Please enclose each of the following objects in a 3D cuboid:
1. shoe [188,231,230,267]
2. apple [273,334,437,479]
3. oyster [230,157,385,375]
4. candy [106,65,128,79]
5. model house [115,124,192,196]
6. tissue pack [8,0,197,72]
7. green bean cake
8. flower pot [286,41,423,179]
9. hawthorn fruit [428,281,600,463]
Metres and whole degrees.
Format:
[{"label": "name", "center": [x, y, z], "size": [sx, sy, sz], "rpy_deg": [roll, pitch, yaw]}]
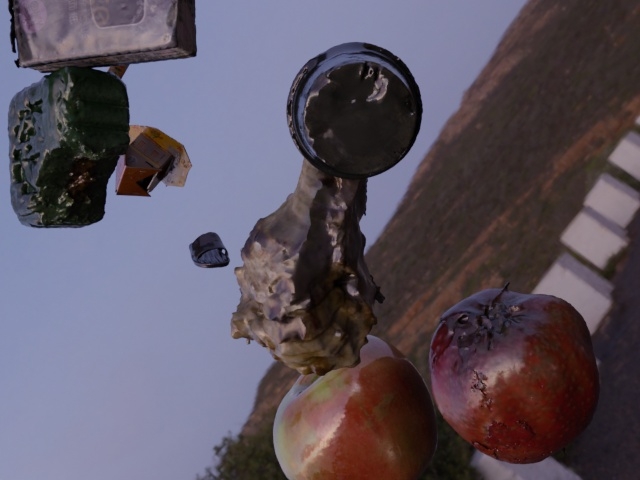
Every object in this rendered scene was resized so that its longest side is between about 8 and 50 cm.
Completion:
[{"label": "shoe", "center": [-0.210, 0.009, 1.413], "size": [0.062, 0.053, 0.159], "rpy_deg": [-7, 15, -19]}, {"label": "apple", "center": [0.072, 0.356, 1.450], "size": [0.319, 0.277, 0.319], "rpy_deg": [-42, 2, 2]}, {"label": "oyster", "center": [0.008, 0.002, 0.965], "size": [0.133, 0.198, 0.336], "rpy_deg": [177, 112, -84]}, {"label": "candy", "center": [-0.487, -0.376, 1.799], "size": [0.062, 0.038, 0.121], "rpy_deg": [-33, 34, 52]}, {"label": "model house", "center": [-0.472, -0.194, 2.060], "size": [0.136, 0.207, 0.219], "rpy_deg": [-54, 5, -33]}, {"label": "tissue pack", "center": [-0.419, -0.469, 1.488], "size": [0.122, 0.362, 0.259], "rpy_deg": [-12, -80, -72]}, {"label": "green bean cake", "center": [-0.521, -0.182, 1.586], "size": [0.169, 0.300, 0.308], "rpy_deg": [-3, -3, -42]}, {"label": "flower pot", "center": [0.041, -0.136, 0.842], "size": [0.157, 0.157, 0.107], "rpy_deg": [-52, 11, 10]}, {"label": "hawthorn fruit", "center": [0.217, 0.165, 0.826], "size": [0.181, 0.235, 0.181], "rpy_deg": [-25, 23, 11]}]
